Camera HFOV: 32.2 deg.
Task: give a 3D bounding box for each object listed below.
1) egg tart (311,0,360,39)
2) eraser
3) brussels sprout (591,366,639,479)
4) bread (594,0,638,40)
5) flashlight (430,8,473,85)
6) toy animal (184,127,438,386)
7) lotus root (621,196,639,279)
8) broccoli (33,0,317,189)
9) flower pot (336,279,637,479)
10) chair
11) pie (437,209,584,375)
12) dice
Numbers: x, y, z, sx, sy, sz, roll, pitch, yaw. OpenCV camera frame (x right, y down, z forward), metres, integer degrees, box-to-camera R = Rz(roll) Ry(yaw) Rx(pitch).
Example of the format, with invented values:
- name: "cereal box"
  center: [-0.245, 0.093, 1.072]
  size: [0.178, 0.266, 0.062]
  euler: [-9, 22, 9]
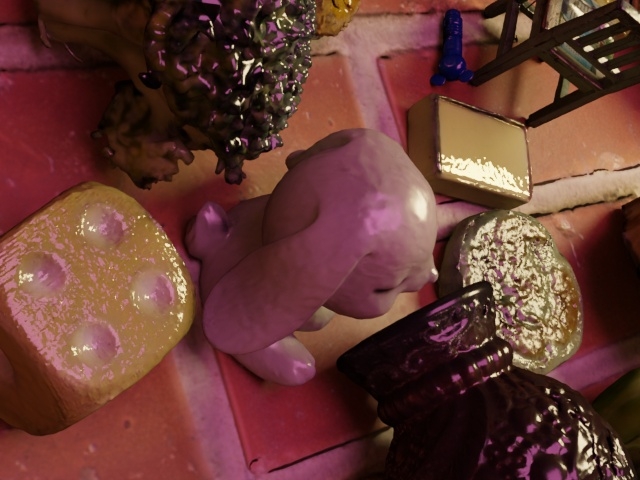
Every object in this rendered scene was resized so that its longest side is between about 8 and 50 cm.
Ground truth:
- name: "egg tart"
  center: [0.000, -0.354, 1.306]
  size: [0.094, 0.234, 0.234]
  euler: [13, 59, 14]
- name: "eraser"
  center: [0.194, -0.112, 1.434]
  size: [0.172, 0.058, 0.117]
  euler: [12, 68, -34]
- name: "brussels sprout"
  center: [0.499, 0.317, 1.358]
  size: [0.425, 0.342, 0.361]
  euler: [0, 30, -10]
- name: "bread"
  center: [0.427, -0.362, 1.693]
  size: [0.117, 0.064, 0.156]
  euler: [32, 59, -20]
- name: "flashlight"
  center: [0.177, -0.256, 1.487]
  size: [0.035, 0.057, 0.121]
  euler: [58, 31, -55]
- name: "toy animal"
  center: [0.000, 0.000, 1.119]
  size: [0.206, 0.265, 0.272]
  euler: [40, 57, -18]
- name: "lotus root"
  center: [0.583, 0.051, 1.516]
  size: [0.316, 0.250, 0.316]
  euler: [42, 34, -38]
- name: "broccoli"
  center: [-0.143, -0.247, 1.101]
  size: [0.281, 0.293, 0.348]
  euler: [-2, 49, 2]
- name: "flower pot"
  center: [0.160, 0.201, 1.190]
  size: [0.266, 0.266, 0.267]
  euler: [-21, 77, -40]
- name: "chair"
  center: [0.341, -0.274, 1.465]
  size: [0.136, 0.270, 0.147]
  euler: [31, 60, -25]
- name: "pie"
  center: [0.248, 0.070, 1.421]
  size: [0.240, 0.054, 0.240]
  euler: [14, 65, -32]
- name: "dice"
  center: [-0.229, 0.059, 0.984]
  size: [0.169, 0.169, 0.166]
  euler: [-42, 103, -38]
